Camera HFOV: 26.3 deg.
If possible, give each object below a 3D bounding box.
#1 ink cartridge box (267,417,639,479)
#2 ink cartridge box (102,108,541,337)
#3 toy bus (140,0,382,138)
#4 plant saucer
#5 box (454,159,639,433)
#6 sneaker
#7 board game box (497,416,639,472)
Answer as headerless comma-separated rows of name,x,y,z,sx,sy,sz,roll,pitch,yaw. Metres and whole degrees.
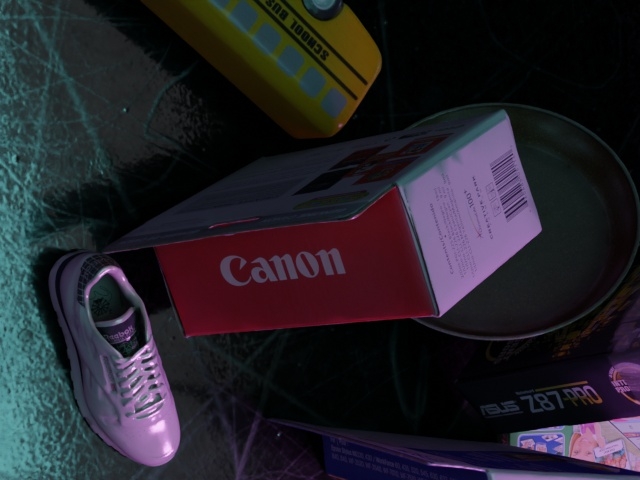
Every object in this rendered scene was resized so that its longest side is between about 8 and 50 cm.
ink cartridge box,0.144,0.246,1.429,0.307,0.303,0.072,7,87,-31
ink cartridge box,0.000,0.000,1.284,0.272,0.309,0.130,-33,110,-48
toy bus,-0.088,-0.254,1.380,0.333,0.108,0.130,41,73,-27
plant saucer,0.189,-0.016,1.491,0.310,0.310,0.050,-46,151,-22
box,0.363,0.037,1.512,0.097,0.318,0.395,50,60,-14
sneaker,-0.193,0.122,1.339,0.090,0.095,0.235,-31,109,-28
board game box,0.368,0.253,1.666,0.317,0.046,0.213,0,91,-15
